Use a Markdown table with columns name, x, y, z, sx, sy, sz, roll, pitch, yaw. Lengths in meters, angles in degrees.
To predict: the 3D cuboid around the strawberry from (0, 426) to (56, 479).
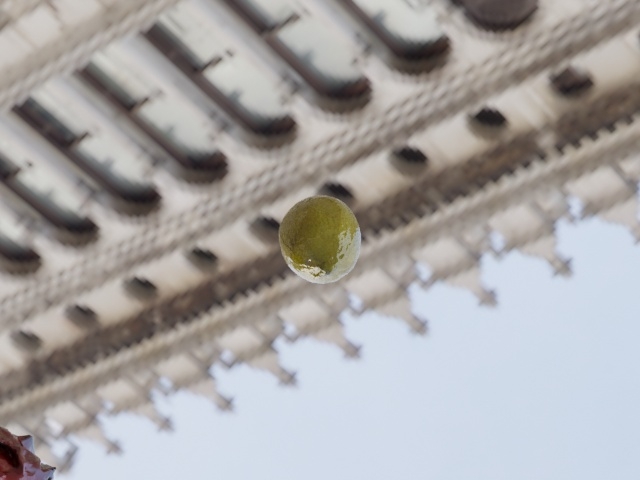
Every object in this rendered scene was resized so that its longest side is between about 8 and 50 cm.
| name | x | y | z | sx | sy | sz | roll | pitch | yaw |
| --- | --- | --- | --- | --- | --- | --- | --- | --- | --- |
| strawberry | -0.392 | 0.304 | 1.676 | 0.288 | 0.250 | 0.238 | -25 | -175 | -30 |

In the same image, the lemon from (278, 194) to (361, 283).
| name | x | y | z | sx | sy | sz | roll | pitch | yaw |
| --- | --- | --- | --- | --- | --- | --- | --- | --- | --- |
| lemon | 0.000 | 0.000 | 1.738 | 0.082 | 0.082 | 0.110 | -39 | -155 | 14 |
